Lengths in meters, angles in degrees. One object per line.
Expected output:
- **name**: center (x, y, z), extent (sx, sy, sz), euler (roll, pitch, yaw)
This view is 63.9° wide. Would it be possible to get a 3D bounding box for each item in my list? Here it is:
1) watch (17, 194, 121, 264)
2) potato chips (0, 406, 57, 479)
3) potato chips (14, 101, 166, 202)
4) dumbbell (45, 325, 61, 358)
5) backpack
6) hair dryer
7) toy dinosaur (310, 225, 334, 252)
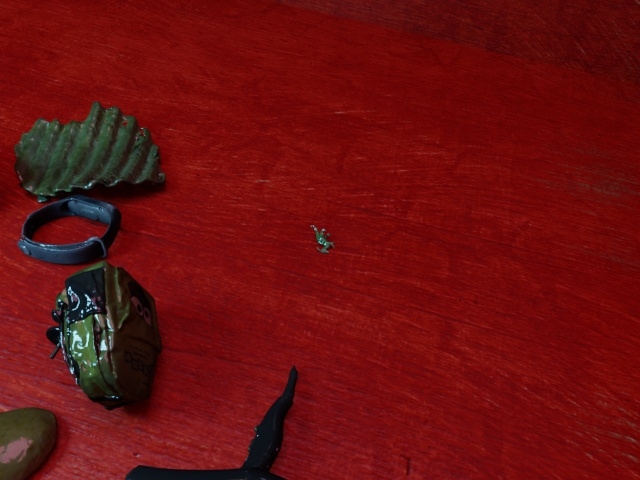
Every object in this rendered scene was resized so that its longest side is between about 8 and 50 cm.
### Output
- **watch**: center (-0.577, -0.023, 1.200), extent (0.206, 0.068, 0.193), euler (18, 48, 13)
- **potato chips**: center (-0.544, 0.344, 0.841), extent (0.202, 0.049, 0.150), euler (-14, 43, -15)
- **potato chips**: center (-0.621, -0.232, 1.385), extent (0.373, 0.097, 0.389), euler (-16, 48, -23)
- **dumbbell**: center (-0.491, 0.171, 1.011), extent (0.069, 0.069, 0.147), euler (11, 43, 1)
- **backpack**: center (-0.381, 0.179, 0.933), extent (0.140, 0.207, 0.253), euler (-20, 57, 1)
- **hair dryer**: center (-0.129, 0.348, 0.903), extent (0.304, 0.120, 0.359), euler (5, 32, 15)
- **toy dinosaur**: center (0.000, 0.000, 1.311), extent (0.083, 0.021, 0.062), euler (22, 58, 11)
